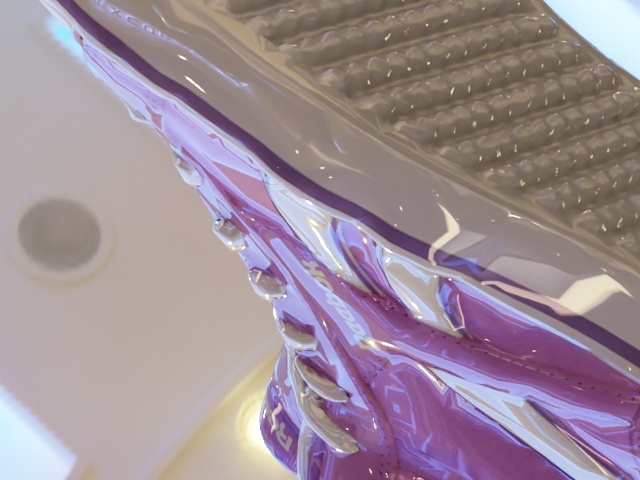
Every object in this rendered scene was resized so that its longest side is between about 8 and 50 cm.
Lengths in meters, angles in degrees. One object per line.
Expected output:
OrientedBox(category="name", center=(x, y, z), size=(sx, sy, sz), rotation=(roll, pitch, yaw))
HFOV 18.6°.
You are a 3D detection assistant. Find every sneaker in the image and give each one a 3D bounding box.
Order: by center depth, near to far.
OrientedBox(category="sneaker", center=(0.000, 0.001, 0.502), size=(0.282, 0.161, 0.102), rotation=(37, -138, -18))
